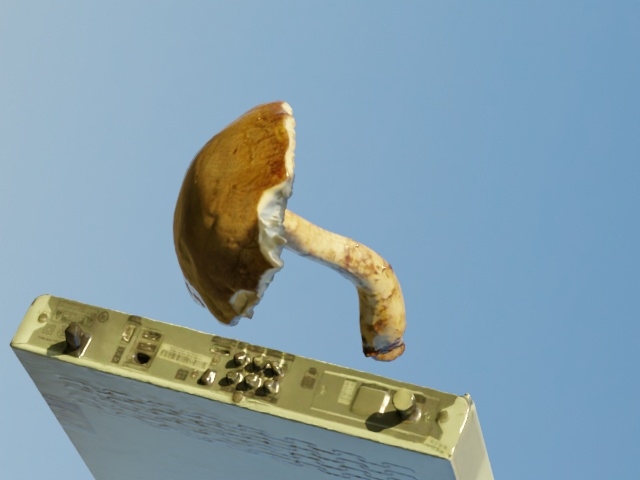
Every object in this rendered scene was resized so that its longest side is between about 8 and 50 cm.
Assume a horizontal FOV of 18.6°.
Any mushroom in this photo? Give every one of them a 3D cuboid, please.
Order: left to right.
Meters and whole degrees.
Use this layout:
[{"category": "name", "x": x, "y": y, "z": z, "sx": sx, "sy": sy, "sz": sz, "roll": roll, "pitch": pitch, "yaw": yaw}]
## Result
[{"category": "mushroom", "x": -0.027, "y": -0.017, "z": 2.037, "sx": 0.208, "sy": 0.302, "sz": 0.233, "roll": 35, "pitch": -75, "yaw": 35}]

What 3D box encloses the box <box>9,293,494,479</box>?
[{"category": "box", "x": -0.030, "y": 0.117, "z": 1.127, "sx": 0.211, "sy": 0.270, "sz": 0.045, "roll": 69, "pitch": 38, "yaw": -53}]
